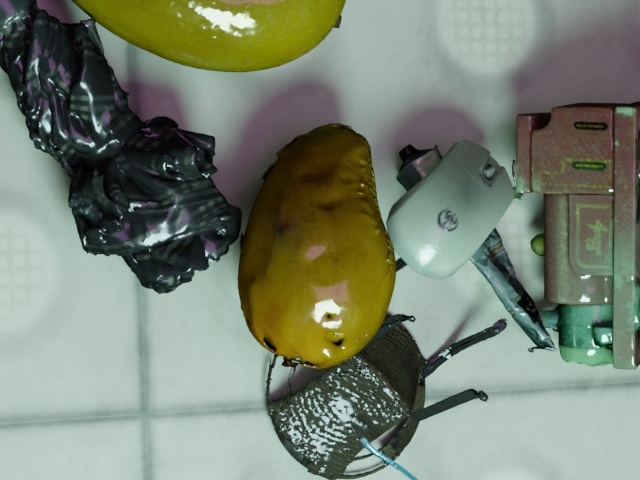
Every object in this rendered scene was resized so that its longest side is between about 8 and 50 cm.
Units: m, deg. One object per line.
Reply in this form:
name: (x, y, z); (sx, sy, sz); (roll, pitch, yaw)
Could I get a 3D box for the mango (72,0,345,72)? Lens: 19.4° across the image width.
mango: (-0.131, -0.263, 1.743); (0.331, 0.142, 0.195); (13, 79, -13)

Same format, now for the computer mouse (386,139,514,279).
computer mouse: (0.136, -0.037, 1.802); (0.089, 0.056, 0.182); (50, 47, -7)

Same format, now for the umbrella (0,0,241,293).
umbrella: (-0.193, -0.113, 1.716); (0.154, 0.128, 0.337); (-27, 95, -18)

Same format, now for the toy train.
toy train: (0.309, -0.002, 1.873); (0.221, 0.150, 0.304); (1, 96, 22)

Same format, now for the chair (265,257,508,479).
chair: (0.059, 0.127, 1.827); (0.213, 0.149, 0.174); (-35, 107, 23)

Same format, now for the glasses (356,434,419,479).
glasses: (0.042, 0.304, 1.806); (0.189, 0.088, 0.220); (-35, 102, -18)

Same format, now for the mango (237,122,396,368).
mango: (0.000, 0.000, 1.747); (0.151, 0.156, 0.249); (60, 33, -47)

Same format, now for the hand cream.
hand cream: (0.152, 0.010, 1.865); (0.052, 0.075, 0.248); (-33, 90, 19)
